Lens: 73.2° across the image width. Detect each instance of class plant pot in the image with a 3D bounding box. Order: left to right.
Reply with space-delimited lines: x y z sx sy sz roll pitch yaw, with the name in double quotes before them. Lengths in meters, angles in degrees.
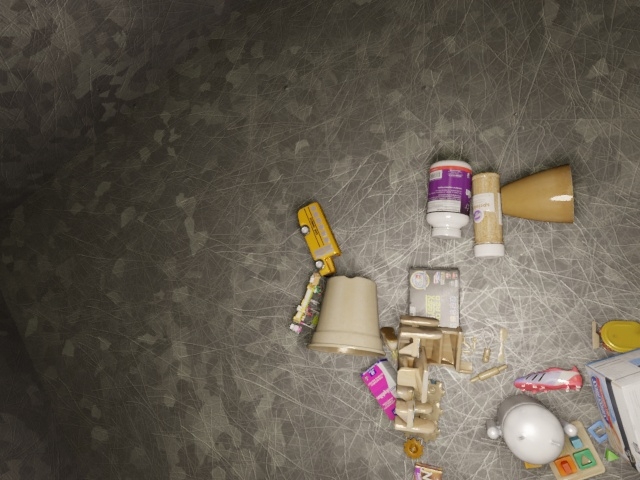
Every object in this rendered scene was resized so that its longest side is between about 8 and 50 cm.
"plant pot" 0.122 0.324 1.854 0.333 0.334 0.306 1 70 16
"plant pot" 0.880 -0.175 1.763 0.254 0.237 0.237 -5 80 27

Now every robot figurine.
"robot figurine" 0.762 0.685 1.575 0.299 0.353 0.200 -12 78 14

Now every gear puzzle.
"gear puzzle" 0.424 0.751 1.822 0.175 0.044 0.339 6 82 23

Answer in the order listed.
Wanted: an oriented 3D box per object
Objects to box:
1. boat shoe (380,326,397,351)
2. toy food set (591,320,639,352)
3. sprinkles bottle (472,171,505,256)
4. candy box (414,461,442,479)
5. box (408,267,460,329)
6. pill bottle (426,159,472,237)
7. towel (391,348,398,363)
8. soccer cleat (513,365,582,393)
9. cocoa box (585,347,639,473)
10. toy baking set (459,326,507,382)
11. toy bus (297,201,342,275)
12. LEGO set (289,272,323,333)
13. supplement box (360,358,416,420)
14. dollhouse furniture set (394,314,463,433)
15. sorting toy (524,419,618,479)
"boat shoe" 0.295 0.423 1.854 0.062 0.170 0.059 -3 101 1
"toy food set" 1.157 0.382 1.670 0.217 0.071 0.128 2 58 14
"sprinkles bottle" 0.711 -0.104 1.836 0.121 0.121 0.356 -2 80 15
"candy box" 0.436 1.025 1.771 0.109 0.053 0.187 7 85 16
"box" 0.492 0.255 1.871 0.216 0.060 0.270 1 82 14
"pill bottle" 0.552 -0.172 1.859 0.181 0.181 0.323 4 83 16
"towel" 0.355 0.505 1.897 0.083 0.009 0.060 -16 77 12
"soccer cleat" 0.899 0.550 1.713 0.247 0.083 0.095 -7 50 19
"cocoa box" 1.136 0.593 1.502 0.231 0.228 0.347 -18 92 3
"toy baking set" 0.681 0.473 1.800 0.256 0.030 0.197 -23 76 11
"toy bus" 0.000 0.000 2.024 0.130 0.108 0.333 -26 75 9
"LEGO set" -0.038 0.298 1.985 0.107 0.132 0.287 24 82 9
"supplement box" 0.289 0.626 1.822 0.111 0.114 0.220 -43 65 12
"dollhouse furniture set" 0.422 0.466 1.640 0.256 0.394 0.362 3 99 10
"sorting toy" 0.962 0.822 1.659 0.347 0.047 0.196 -26 75 10
